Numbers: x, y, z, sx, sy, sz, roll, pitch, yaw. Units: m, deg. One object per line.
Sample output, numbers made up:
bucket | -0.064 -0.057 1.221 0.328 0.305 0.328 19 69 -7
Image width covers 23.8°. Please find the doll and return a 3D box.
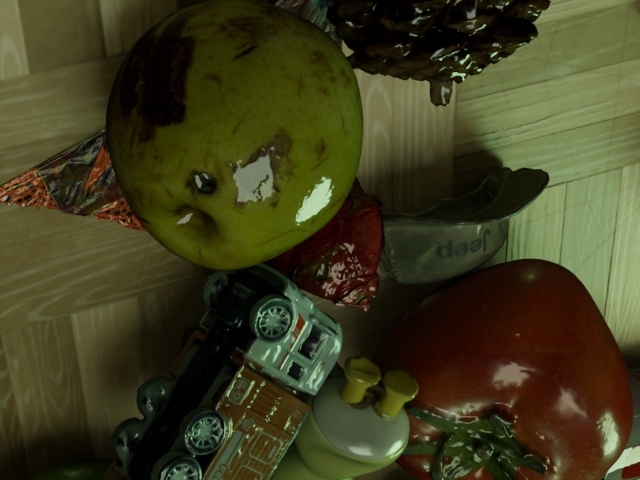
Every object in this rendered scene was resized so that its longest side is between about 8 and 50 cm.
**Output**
doll | 0.015 0.247 1.841 0.141 0.117 0.296 17 143 -17

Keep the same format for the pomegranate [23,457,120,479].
pomegranate | -0.242 0.374 1.843 0.309 0.358 0.216 16 73 -29

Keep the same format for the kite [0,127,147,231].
kite | -0.258 -0.075 1.687 0.222 0.008 0.125 10 117 -33

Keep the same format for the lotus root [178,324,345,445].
lotus root | -0.081 0.191 1.905 0.235 0.119 0.138 13 118 -35

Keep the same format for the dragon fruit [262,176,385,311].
dragon fruit | 0.001 -0.002 1.778 0.127 0.161 0.121 -1 127 -40

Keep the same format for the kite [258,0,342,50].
kite | -0.029 -0.248 1.664 0.183 0.014 0.241 -42 133 9

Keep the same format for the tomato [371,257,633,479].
tomato | 0.232 0.184 1.950 0.341 0.273 0.341 8 129 10

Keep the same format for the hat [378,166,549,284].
hat | 0.173 -0.002 1.836 0.214 0.244 0.149 -18 110 -11

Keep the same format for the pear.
pear | -0.092 -0.110 1.551 0.283 0.283 0.284 -14 130 -17

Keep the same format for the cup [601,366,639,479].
cup | 0.457 0.264 2.197 0.288 0.203 0.203 -7 128 -31

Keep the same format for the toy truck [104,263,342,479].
toy truck | -0.098 0.186 1.735 0.162 0.136 0.305 34 85 -35

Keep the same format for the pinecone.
pinecone | 0.105 -0.270 1.567 0.243 0.243 0.257 -33 112 0
